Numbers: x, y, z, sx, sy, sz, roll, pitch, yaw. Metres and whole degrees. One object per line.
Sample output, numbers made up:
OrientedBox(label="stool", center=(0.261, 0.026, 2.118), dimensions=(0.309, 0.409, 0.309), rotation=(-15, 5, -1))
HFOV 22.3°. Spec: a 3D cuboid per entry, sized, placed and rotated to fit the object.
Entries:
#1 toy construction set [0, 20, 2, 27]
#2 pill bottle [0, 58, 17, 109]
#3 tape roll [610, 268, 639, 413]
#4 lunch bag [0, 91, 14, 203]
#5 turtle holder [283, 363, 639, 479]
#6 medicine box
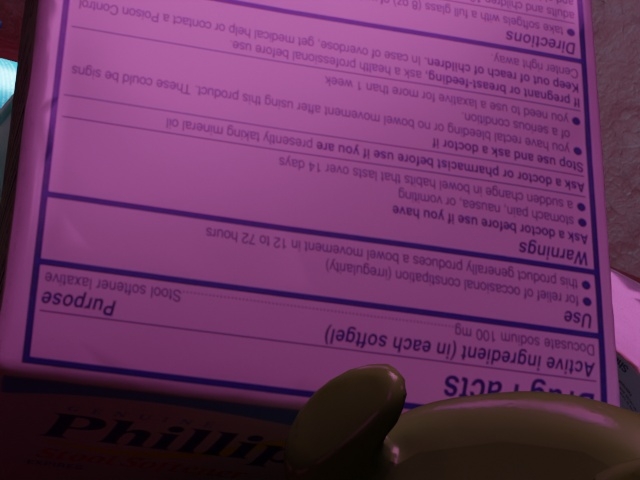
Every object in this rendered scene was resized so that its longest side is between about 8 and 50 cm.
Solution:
OrientedBox(label="toy construction set", center=(-0.239, -0.012, 0.930), dimensions=(0.309, 0.257, 0.237), rotation=(-7, -22, -15))
OrientedBox(label="pill bottle", center=(-0.400, -0.145, 1.889), dimensions=(0.264, 0.146, 0.146), rotation=(13, 10, -34))
OrientedBox(label="tape roll", center=(0.122, 0.111, 0.892), dimensions=(0.219, 0.072, 0.219), rotation=(8, 51, -10))
OrientedBox(label="lunch bag", center=(-0.172, -0.016, 1.118), dimensions=(0.108, 0.279, 0.224), rotation=(43, 9, 10))
OrientedBox(label="turtle holder", center=(0.066, 0.195, 0.617), dimensions=(0.320, 0.243, 0.227), rotation=(-21, -30, 27))
OrientedBox(label="medicine box", center=(-0.015, -0.025, 0.767), dimensions=(0.263, 0.289, 0.149), rotation=(8, -28, -13))
